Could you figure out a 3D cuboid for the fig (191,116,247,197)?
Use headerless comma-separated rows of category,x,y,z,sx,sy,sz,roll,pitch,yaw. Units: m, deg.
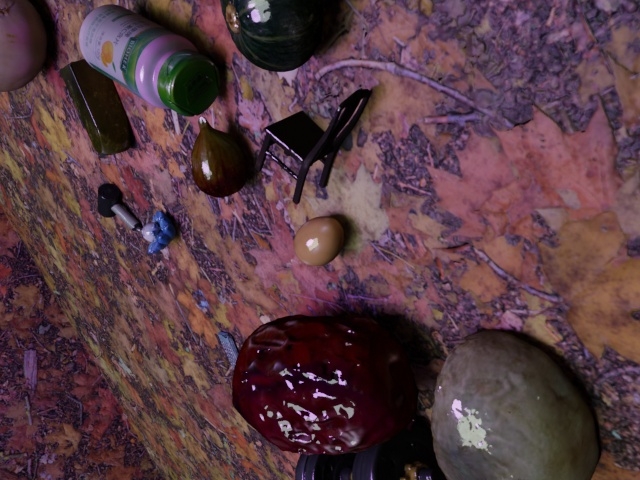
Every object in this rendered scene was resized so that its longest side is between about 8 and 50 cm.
fig,-0.194,-0.154,0.973,0.109,0.103,0.154,-9,119,27

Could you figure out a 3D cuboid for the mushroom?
mushroom,0.257,0.274,0.723,0.190,0.164,0.266,15,126,43

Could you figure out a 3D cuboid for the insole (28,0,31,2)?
insole,-0.681,-0.673,1.225,0.348,0.009,0.119,-20,99,52

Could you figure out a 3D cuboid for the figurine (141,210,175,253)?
figurine,-0.400,-0.022,1.312,0.114,0.079,0.114,-43,37,44

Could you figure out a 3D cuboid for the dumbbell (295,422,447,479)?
dumbbell,0.093,0.453,1.014,0.185,0.185,0.388,57,143,1

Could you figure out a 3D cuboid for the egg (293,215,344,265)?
egg,0.000,0.000,0.883,0.080,0.080,0.096,58,143,0

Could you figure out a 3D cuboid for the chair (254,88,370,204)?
chair,-0.016,-0.165,0.786,0.101,0.084,0.212,42,140,13

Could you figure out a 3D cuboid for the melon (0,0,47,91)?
melon,-0.805,-0.495,1.314,0.317,0.223,0.223,-13,105,54

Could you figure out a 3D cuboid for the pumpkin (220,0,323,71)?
pumpkin,-0.064,-0.308,0.701,0.167,0.125,0.167,168,90,-69

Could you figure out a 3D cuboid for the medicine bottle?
medicine bottle,-0.307,-0.323,0.956,0.274,0.133,0.133,33,136,27

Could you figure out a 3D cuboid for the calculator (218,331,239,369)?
calculator,-0.227,0.321,1.415,0.057,0.018,0.171,3,119,49

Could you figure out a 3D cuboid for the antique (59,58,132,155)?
antique,-0.517,-0.310,1.241,0.080,0.081,0.220,3,118,49

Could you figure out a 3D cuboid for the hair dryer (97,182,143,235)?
hair dryer,-0.547,-0.064,1.477,0.198,0.057,0.100,42,142,10

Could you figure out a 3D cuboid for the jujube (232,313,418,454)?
jujube,-0.003,0.251,0.941,0.377,0.258,0.258,-22,99,40
